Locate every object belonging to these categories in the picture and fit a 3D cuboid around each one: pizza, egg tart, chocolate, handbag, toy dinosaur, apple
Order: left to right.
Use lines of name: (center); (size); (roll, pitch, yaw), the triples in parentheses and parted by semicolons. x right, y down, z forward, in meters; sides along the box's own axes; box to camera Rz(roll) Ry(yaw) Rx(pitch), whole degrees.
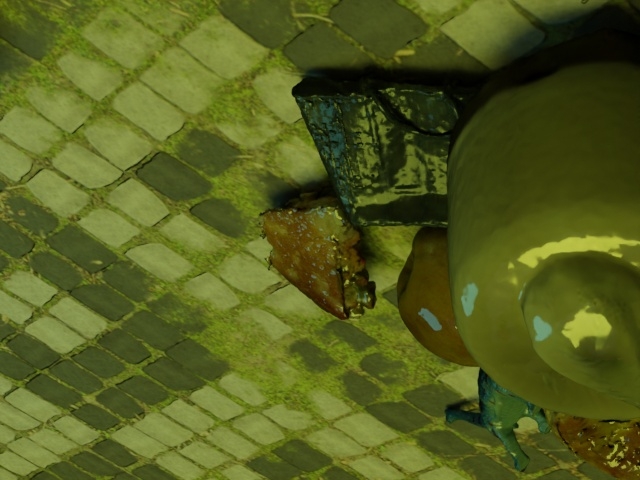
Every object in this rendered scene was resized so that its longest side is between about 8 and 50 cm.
pizza: (0.000, 0.000, 1.675); (0.147, 0.069, 0.226); (27, 148, 30)
handbag: (0.109, -0.098, 1.475); (0.270, 0.088, 0.175); (4, 135, 22)
apple: (0.164, 0.053, 1.564); (0.155, 0.182, 0.182); (23, 146, 3)
toy dinosaur: (0.246, 0.200, 1.807); (0.144, 0.076, 0.329); (46, 151, 19)
chocolate: (0.276, 0.021, 1.298); (0.326, 0.297, 0.314); (13, 137, -16)
egg tart: (0.414, 0.204, 1.699); (0.290, 0.115, 0.290); (14, 147, 9)

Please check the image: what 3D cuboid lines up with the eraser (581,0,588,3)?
eraser: (0.195, -0.311, 1.143); (0.158, 0.069, 0.226); (23, 145, -3)
